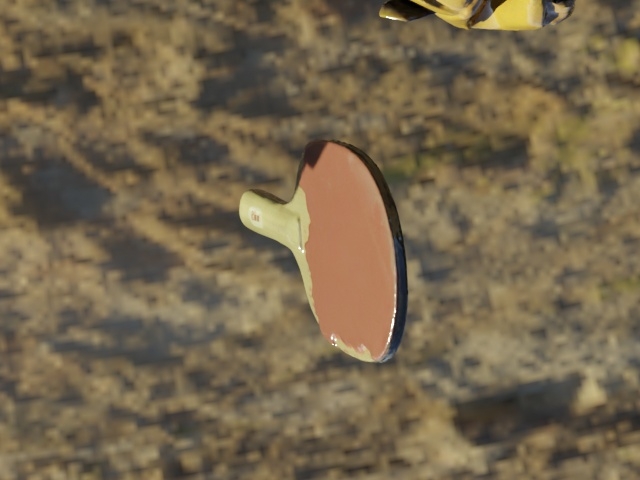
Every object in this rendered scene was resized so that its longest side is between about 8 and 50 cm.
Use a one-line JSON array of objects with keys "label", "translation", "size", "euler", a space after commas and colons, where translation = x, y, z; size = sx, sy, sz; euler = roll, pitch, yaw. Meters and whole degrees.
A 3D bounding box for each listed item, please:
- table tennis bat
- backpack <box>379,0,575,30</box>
[{"label": "table tennis bat", "translation": [0.000, 0.000, 1.199], "size": [0.022, 0.131, 0.234], "euler": [-9, -167, -21]}, {"label": "backpack", "translation": [0.128, -0.353, 1.459], "size": [0.201, 0.353, 0.378], "euler": [10, 115, -16]}]
